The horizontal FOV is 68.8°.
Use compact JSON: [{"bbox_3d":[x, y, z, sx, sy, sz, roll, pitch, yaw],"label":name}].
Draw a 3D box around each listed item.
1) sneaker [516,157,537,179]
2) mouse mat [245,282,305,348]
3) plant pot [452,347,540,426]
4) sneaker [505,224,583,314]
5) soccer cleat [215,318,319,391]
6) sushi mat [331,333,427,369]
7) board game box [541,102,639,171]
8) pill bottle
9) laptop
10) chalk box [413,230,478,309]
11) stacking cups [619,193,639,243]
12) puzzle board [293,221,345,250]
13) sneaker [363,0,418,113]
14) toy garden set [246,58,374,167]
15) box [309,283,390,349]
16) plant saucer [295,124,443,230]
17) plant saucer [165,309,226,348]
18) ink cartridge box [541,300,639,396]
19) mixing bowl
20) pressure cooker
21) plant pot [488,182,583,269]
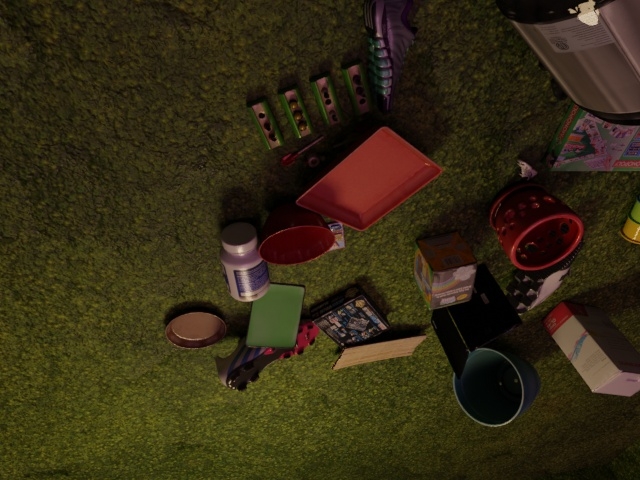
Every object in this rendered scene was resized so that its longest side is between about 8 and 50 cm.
[{"bbox_3d":[0.518,-0.179,1.189,0.083,0.031,0.037,27,120,-33],"label":"sneaker"},{"bbox_3d":[-0.127,0.214,1.323,0.153,0.007,0.189,8,94,-22],"label":"mouse mat"},{"bbox_3d":[0.686,0.538,1.764,0.255,0.271,0.271,9,131,-43],"label":"plant pot"},{"bbox_3d":[0.701,0.084,1.444,0.146,0.122,0.330,-6,135,-35],"label":"sneaker"},{"bbox_3d":[-0.165,0.312,1.412,0.331,0.143,0.116,-29,132,-21],"label":"soccer cleat"},{"bbox_3d":[0.201,0.378,1.589,0.317,0.019,0.151,-4,141,-21],"label":"sushi mat"},{"bbox_3d":[0.738,-0.271,1.157,0.318,0.046,0.213,-2,133,-14],"label":"board game box"},{"bbox_3d":[-0.188,0.052,1.151,0.112,0.112,0.186,-9,134,-8],"label":"pill bottle"},{"bbox_3d":[0.463,0.250,1.433,0.264,0.234,0.137,-36,132,17],"label":"laptop"},{"bbox_3d":[0.350,0.102,1.337,0.133,0.132,0.213,-12,135,-6],"label":"chalk box"},{"bbox_3d":[0.941,-0.135,1.317,0.096,0.096,0.316,-13,131,-4],"label":"stacking cups"},{"bbox_3d":[0.000,0.000,1.226,0.128,0.011,0.096,-13,134,-3],"label":"puzzle board"},{"bbox_3d":[0.145,-0.352,0.893,0.098,0.083,0.223,-17,134,-6],"label":"sneaker"},{"bbox_3d":[0.000,-0.234,0.981,0.244,0.049,0.203,-21,134,4],"label":"toy garden set"},{"bbox_3d":[0.094,0.244,1.451,0.175,0.051,0.220,-30,133,12],"label":"box"},{"bbox_3d":[0.109,-0.139,1.059,0.258,0.047,0.259,-38,145,27],"label":"plant saucer"},{"bbox_3d":[-0.358,0.252,1.348,0.169,0.029,0.168,-9,134,-9],"label":"plant saucer"},{"bbox_3d":[0.969,0.375,1.640,0.226,0.306,0.131,13,127,-25],"label":"ink cartridge box"},{"bbox_3d":[-0.064,-0.025,1.109,0.182,0.098,0.181,-11,151,-6],"label":"mixing bowl"},{"bbox_3d":[0.529,-0.398,0.758,0.421,0.369,0.375,30,122,-31],"label":"pressure cooker"},{"bbox_3d":[0.549,-0.047,1.222,0.191,0.174,0.191,-8,134,-9],"label":"plant pot"}]
